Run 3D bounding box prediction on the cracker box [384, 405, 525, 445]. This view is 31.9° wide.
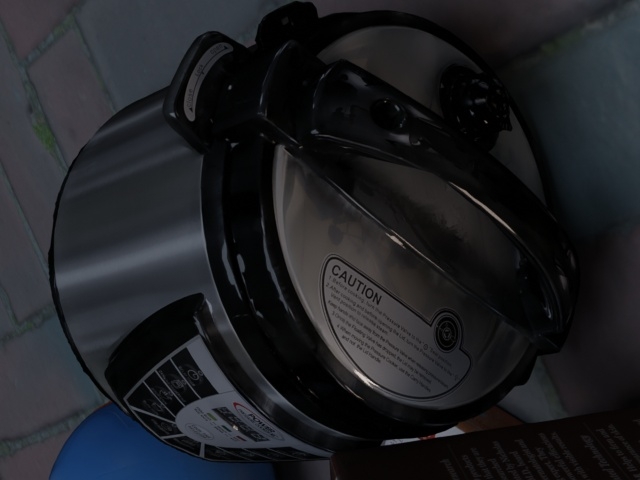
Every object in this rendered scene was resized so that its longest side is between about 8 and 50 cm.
[{"bbox_3d":[0.140,0.272,1.192,0.156,0.067,0.232,29,126,34],"label":"cracker box"}]

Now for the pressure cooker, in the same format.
[{"bbox_3d":[0.001,-0.006,0.985,0.420,0.370,0.375,-13,91,47],"label":"pressure cooker"}]

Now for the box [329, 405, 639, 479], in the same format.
[{"bbox_3d":[0.208,0.248,0.875,0.143,0.381,0.191,-114,18,-68],"label":"box"}]

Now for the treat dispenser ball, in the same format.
[{"bbox_3d":[-0.198,0.328,1.403,0.288,0.288,0.288,22,122,39],"label":"treat dispenser ball"}]
